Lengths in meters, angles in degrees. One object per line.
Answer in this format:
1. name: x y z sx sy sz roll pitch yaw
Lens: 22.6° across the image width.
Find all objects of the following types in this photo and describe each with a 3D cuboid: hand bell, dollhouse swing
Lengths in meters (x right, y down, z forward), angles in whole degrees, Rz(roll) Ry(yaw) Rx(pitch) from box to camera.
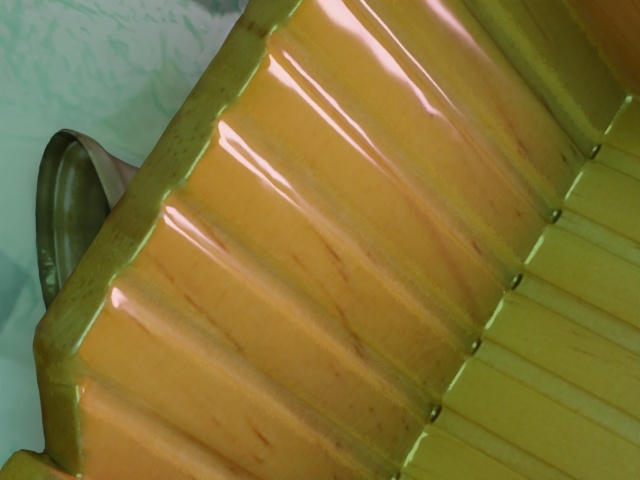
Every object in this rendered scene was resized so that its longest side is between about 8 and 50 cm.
1. hand bell: 0.000 0.000 0.759 0.242 0.126 0.126 -7 87 -26
2. dollhouse swing: 0.128 0.064 0.631 0.346 0.305 0.315 -57 138 -8
